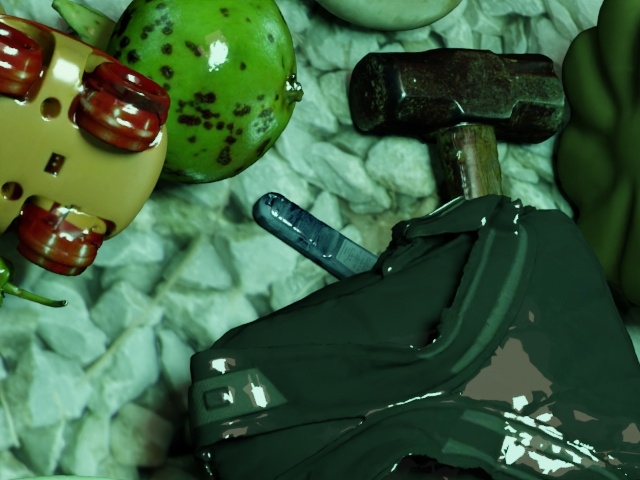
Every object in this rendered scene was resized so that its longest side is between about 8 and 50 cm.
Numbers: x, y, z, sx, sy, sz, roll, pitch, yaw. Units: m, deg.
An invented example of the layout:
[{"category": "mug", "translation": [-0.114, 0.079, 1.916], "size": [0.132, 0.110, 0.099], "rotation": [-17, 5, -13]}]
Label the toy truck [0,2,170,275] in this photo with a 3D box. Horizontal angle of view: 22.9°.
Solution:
[{"category": "toy truck", "translation": [-0.274, -0.116, 1.403], "size": [0.265, 0.189, 0.239], "rotation": [23, 16, -23]}]

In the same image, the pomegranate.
[{"category": "pomegranate", "translation": [-0.140, -0.164, 1.529], "size": [0.263, 0.211, 0.211], "rotation": [15, 52, 17]}]

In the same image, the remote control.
[{"category": "remote control", "translation": [-0.001, 0.001, 1.615], "size": [0.152, 0.027, 0.043], "rotation": [34, 49, -13]}]

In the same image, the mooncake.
[{"category": "mooncake", "translation": [0.401, -0.103, 1.692], "size": [0.201, 0.378, 0.378], "rotation": [-5, 68, -24]}]

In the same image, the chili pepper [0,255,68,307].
[{"category": "chili pepper", "translation": [-0.322, 0.019, 1.397], "size": [0.204, 0.073, 0.072], "rotation": [38, 88, -3]}]

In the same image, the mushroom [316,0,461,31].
[{"category": "mushroom", "translation": [0.082, -0.359, 1.723], "size": [0.244, 0.243, 0.243], "rotation": [13, 60, -24]}]

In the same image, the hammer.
[{"category": "hammer", "translation": [0.177, -0.018, 1.689], "size": [0.242, 0.095, 0.408], "rotation": [2, 67, -29]}]

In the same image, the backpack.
[{"category": "backpack", "translation": [0.094, 0.166, 1.437], "size": [0.446, 0.255, 0.363], "rotation": [-20, 78, -21]}]

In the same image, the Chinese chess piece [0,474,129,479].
[{"category": "Chinese chess piece", "translation": [-0.221, 0.299, 1.129], "size": [0.349, 0.349, 0.146], "rotation": [4, 55, -28]}]
